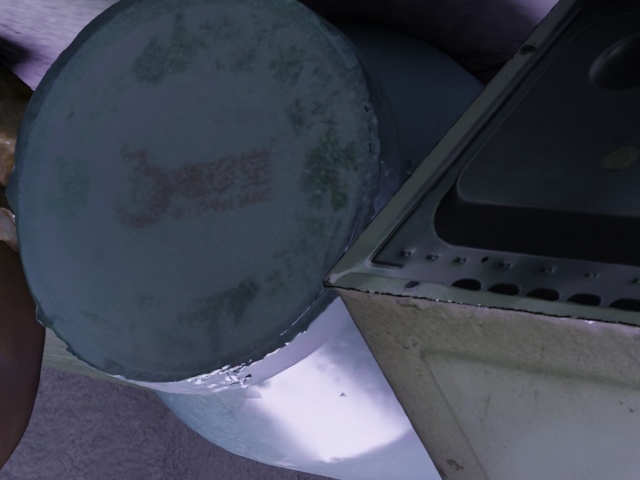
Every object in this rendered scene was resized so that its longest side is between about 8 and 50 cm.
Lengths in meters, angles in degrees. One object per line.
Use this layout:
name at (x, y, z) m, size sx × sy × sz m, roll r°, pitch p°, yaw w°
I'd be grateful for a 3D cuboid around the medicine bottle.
medicine bottle at (0.000, 0.000, 0.897) m, size 0.245 × 0.245 × 0.290 m, roll 3°, pitch 168°, yaw 26°

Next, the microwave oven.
microwave oven at (0.265, 0.063, 0.696) m, size 0.394 × 0.247 × 0.333 m, roll 7°, pitch 135°, yaw 45°

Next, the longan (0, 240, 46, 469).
longan at (-0.441, 0.102, 1.588) m, size 0.360 × 0.361 × 0.361 m, roll 8°, pitch 170°, yaw 1°

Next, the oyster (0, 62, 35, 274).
oyster at (-0.257, -0.063, 1.050) m, size 0.197 × 0.133 × 0.337 m, roll 10°, pitch 172°, yaw 7°
